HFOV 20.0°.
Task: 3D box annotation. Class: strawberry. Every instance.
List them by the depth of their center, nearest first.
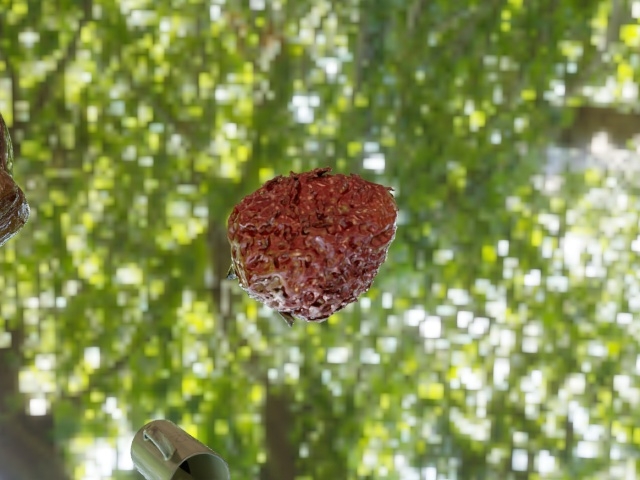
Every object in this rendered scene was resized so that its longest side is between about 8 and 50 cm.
[{"bbox_3d":[0.000,0.000,2.025,0.201,0.187,0.184,-25,-141,19],"label":"strawberry"}]

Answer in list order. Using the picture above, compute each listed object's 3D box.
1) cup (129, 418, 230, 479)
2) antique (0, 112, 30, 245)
[{"bbox_3d":[-0.121,0.176,1.438,0.075,0.054,0.083,23,-177,-35],"label":"cup"},{"bbox_3d":[-0.438,-0.081,1.971,0.278,0.223,0.129,33,160,22],"label":"antique"}]
